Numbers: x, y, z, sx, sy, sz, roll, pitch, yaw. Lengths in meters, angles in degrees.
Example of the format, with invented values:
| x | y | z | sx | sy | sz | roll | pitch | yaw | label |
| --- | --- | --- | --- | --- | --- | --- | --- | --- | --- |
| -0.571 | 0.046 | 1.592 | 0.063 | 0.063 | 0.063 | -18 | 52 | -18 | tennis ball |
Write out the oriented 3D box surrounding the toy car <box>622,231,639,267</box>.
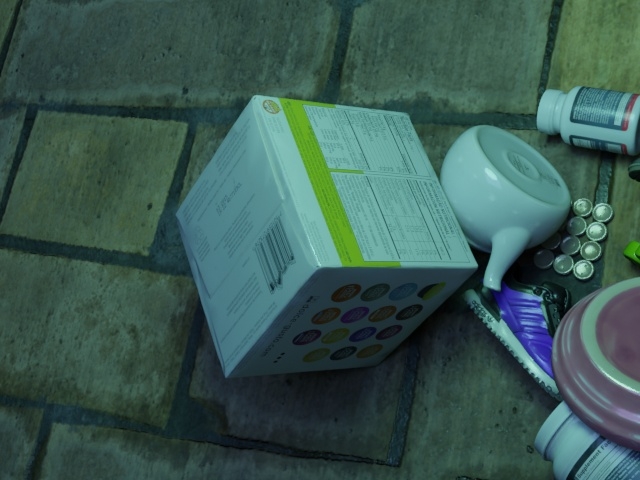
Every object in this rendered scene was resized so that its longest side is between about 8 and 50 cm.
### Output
| x | y | z | sx | sy | sz | roll | pitch | yaw | label |
| --- | --- | --- | --- | --- | --- | --- | --- | --- | --- |
| 0.629 | 0.014 | 1.793 | 0.188 | 0.149 | 0.155 | 36 | 91 | 2 | toy car |

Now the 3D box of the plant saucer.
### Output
| x | y | z | sx | sy | sz | roll | pitch | yaw | label |
| --- | --- | --- | --- | --- | --- | --- | --- | --- | --- |
| 0.519 | 0.169 | 1.646 | 0.332 | 0.084 | 0.332 | -4 | 44 | 3 | plant saucer |

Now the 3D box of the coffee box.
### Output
| x | y | z | sx | sy | sz | roll | pitch | yaw | label |
| --- | --- | --- | --- | --- | --- | --- | --- | --- | --- |
| 0.000 | 0.000 | 1.867 | 0.337 | 0.334 | 0.338 | -50 | 51 | 42 | coffee box |

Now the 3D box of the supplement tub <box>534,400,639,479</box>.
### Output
| x | y | z | sx | sy | sz | roll | pitch | yaw | label |
| --- | --- | --- | --- | --- | --- | --- | --- | --- | --- |
| 0.482 | 0.357 | 1.666 | 0.191 | 0.191 | 0.272 | -45 | 60 | 2 | supplement tub |

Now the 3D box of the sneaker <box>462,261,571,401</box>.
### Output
| x | y | z | sx | sy | sz | roll | pitch | yaw | label |
| --- | --- | --- | --- | --- | --- | --- | --- | --- | --- |
| 0.379 | 0.146 | 1.843 | 0.146 | 0.102 | 0.293 | -42 | 60 | 3 | sneaker |

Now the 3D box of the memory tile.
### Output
| x | y | z | sx | sy | sz | roll | pitch | yaw | label |
| --- | --- | --- | --- | --- | --- | --- | --- | --- | --- |
| 0.448 | -0.007 | 1.923 | 0.113 | 0.012 | 0.148 | 15 | 77 | 28 | memory tile |

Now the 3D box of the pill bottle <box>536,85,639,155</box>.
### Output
| x | y | z | sx | sy | sz | roll | pitch | yaw | label |
| --- | --- | --- | --- | --- | --- | --- | --- | --- | --- |
| 0.484 | -0.217 | 1.932 | 0.180 | 0.108 | 0.108 | 14 | 77 | 27 | pill bottle |

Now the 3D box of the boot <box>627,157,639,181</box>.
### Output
| x | y | z | sx | sy | sz | roll | pitch | yaw | label |
| --- | --- | --- | --- | --- | --- | --- | --- | --- | --- |
| 0.612 | -0.202 | 1.872 | 0.189 | 0.076 | 0.208 | 0 | 76 | -8 | boot |

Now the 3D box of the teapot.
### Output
| x | y | z | sx | sy | sz | roll | pitch | yaw | label |
| --- | --- | --- | --- | --- | --- | --- | --- | --- | --- |
| 0.298 | -0.069 | 1.910 | 0.252 | 0.256 | 0.187 | 44 | 122 | 12 | teapot |
